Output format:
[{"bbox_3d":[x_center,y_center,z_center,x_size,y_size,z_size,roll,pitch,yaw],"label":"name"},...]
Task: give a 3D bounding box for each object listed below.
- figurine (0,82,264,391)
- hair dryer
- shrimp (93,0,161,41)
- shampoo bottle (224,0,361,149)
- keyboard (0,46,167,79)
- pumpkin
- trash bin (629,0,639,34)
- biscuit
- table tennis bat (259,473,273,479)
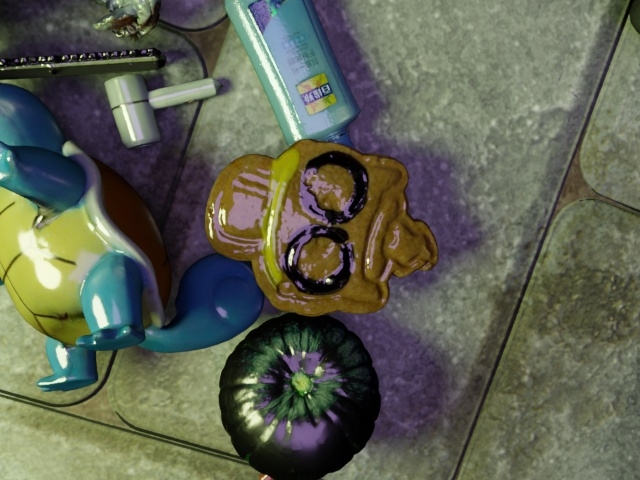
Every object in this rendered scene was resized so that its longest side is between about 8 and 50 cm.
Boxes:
[{"bbox_3d":[-0.259,0.015,0.637,0.416,0.298,0.243,38,55,-12],"label":"figurine"},{"bbox_3d":[-0.183,-0.167,0.718,0.137,0.047,0.082,-18,98,-13],"label":"hair dryer"},{"bbox_3d":[-0.313,-0.403,0.626,0.221,0.166,0.411,-31,114,18],"label":"shrimp"},{"bbox_3d":[-0.018,-0.190,0.727,0.103,0.061,0.259,-26,99,-8],"label":"shampoo bottle"},{"bbox_3d":[-0.294,-0.198,0.670,0.230,0.094,0.025,-7,107,-8],"label":"keyboard"},{"bbox_3d":[-0.025,0.187,0.716,0.201,0.140,0.202,2,65,-4],"label":"pumpkin"},{"bbox_3d":[0.540,-0.397,0.717,0.251,0.203,0.302,21,91,3],"label":"trash bin"},{"bbox_3d":[0.011,-0.011,0.693,0.290,0.041,0.209,11,91,-14],"label":"biscuit"},{"bbox_3d":[-0.025,0.264,0.793,0.098,0.019,0.155,41,86,-8],"label":"table tennis bat"}]
